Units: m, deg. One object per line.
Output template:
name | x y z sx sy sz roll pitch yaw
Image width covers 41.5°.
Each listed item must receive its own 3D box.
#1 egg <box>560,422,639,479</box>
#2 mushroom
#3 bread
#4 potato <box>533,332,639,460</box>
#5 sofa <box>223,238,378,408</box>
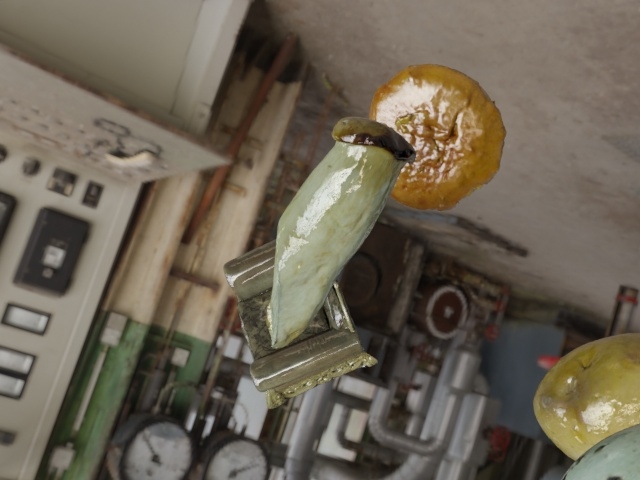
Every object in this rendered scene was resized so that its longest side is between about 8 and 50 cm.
egg | 0.243 0.197 0.609 0.131 0.164 0.131 50 170 13
mushroom | -0.003 -0.001 0.989 0.107 0.333 0.087 14 -144 -29
bread | 0.209 -0.191 1.518 0.268 0.268 0.146 18 -156 6
potato | 0.450 0.245 1.277 0.242 0.243 0.285 22 155 -25
sofa | -0.049 0.110 1.352 0.200 0.258 0.182 -25 141 7
